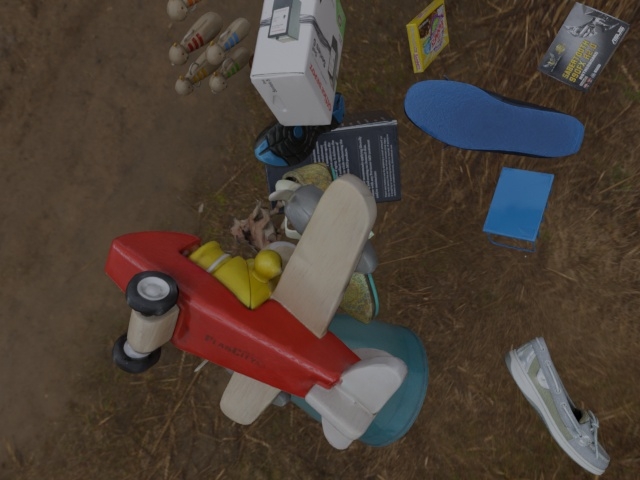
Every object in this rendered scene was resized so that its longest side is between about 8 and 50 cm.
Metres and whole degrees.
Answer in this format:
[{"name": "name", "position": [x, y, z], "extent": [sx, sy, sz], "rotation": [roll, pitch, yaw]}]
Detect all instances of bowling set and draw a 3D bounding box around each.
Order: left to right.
[{"name": "bowling set", "position": [-0.219, -0.402, 1.167], "extent": [0.200, 0.287, 0.154], "rotation": [33, 69, 11]}]

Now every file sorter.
[{"name": "file sorter", "position": [0.482, -0.071, 1.304], "extent": [0.118, 0.104, 0.170], "rotation": [14, 76, 29]}]

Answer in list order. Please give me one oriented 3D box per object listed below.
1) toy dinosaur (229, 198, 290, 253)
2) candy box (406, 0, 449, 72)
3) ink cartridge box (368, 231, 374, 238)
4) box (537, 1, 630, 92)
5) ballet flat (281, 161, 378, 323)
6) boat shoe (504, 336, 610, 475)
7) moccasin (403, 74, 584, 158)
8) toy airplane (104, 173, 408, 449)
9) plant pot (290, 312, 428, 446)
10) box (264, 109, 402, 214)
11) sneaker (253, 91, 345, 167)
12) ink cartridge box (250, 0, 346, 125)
[{"name": "toy dinosaur", "position": [-0.188, -0.022, 1.764], "extent": [0.200, 0.127, 0.295], "rotation": [-65, 30, 18]}, {"name": "candy box", "position": [0.246, -0.466, 1.222], "extent": [0.027, 0.206, 0.105], "rotation": [6, 128, 29]}, {"name": "ink cartridge box", "position": [0.042, -0.095, 1.536], "extent": [0.056, 0.171, 0.235], "rotation": [-39, 100, -5]}, {"name": "box", "position": [0.854, -0.626, 1.759], "extent": [0.183, 0.056, 0.230], "rotation": [36, 120, 19]}, {"name": "ballet flat", "position": [0.000, 0.000, 0.943], "extent": [0.123, 0.123, 0.348], "rotation": [-29, 52, 18]}, {"name": "boat shoe", "position": [0.535, 0.364, 1.183], "extent": [0.103, 0.118, 0.320], "rotation": [-37, 83, 20]}, {"name": "moccasin", "position": [0.329, -0.224, 1.068], "extent": [0.342, 0.117, 0.137], "rotation": [20, 104, 4]}, {"name": "toy airplane", "position": [-0.054, 0.104, 0.750], "extent": [0.387, 0.272, 0.384], "rotation": [-14, 120, 22]}, {"name": "plant pot", "position": [0.043, 0.274, 1.151], "extent": [0.272, 0.255, 0.271], "rotation": [-41, 36, 39]}, {"name": "box", "position": [0.043, -0.316, 2.079], "extent": [0.473, 0.480, 0.297], "rotation": [-5, 108, 2]}, {"name": "sneaker", "position": [-0.074, -0.295, 1.439], "extent": [0.140, 0.341, 0.124], "rotation": [13, 129, 35]}, {"name": "ink cartridge box", "position": [-0.037, -0.398, 1.100], "extent": [0.115, 0.198, 0.272], "rotation": [3, 74, 17]}]
